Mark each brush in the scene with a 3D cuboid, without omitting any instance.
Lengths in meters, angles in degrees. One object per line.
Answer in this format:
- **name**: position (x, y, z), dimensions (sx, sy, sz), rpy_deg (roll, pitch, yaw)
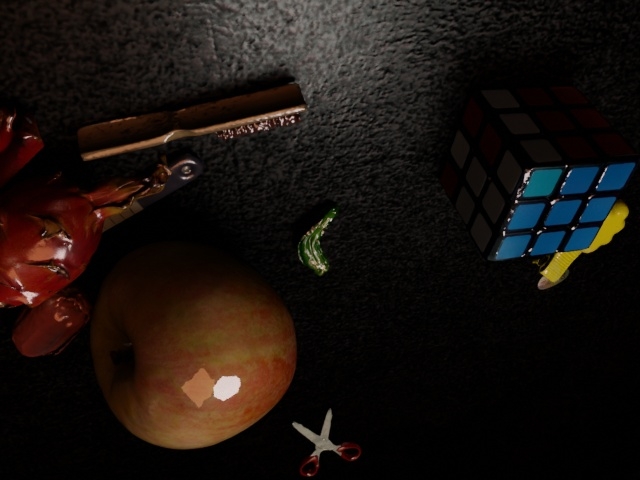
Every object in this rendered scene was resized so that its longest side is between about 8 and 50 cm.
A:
- **brush**: position (-0.137, -0.124, 0.733), dimensions (0.247, 0.043, 0.036), rpy_deg (-14, 146, -8)

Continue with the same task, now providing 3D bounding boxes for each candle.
- **candle**: position (-0.399, -0.035, 0.707), dimensions (0.084, 0.059, 0.301), rpy_deg (32, 117, -33)

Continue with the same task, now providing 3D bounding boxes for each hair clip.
- **hair clip**: position (0.431, -0.002, 1.105), dimensions (0.072, 0.046, 0.173), rpy_deg (29, 119, -36)

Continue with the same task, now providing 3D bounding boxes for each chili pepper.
- **chili pepper**: position (-0.008, -0.001, 0.933), dimensions (0.055, 0.035, 0.118), rpy_deg (-13, 131, -28)

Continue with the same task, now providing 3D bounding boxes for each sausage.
- **sausage**: position (-0.345, 0.100, 0.861), dimensions (0.076, 0.076, 0.141), rpy_deg (16, 138, -35)

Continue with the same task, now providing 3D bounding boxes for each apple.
- **apple**: position (-0.152, 0.126, 0.841), dimensions (0.233, 0.257, 0.257), rpy_deg (-2, 137, -37)

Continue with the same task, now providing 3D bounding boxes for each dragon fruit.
- **dragon fruit**: position (-0.267, -0.020, 0.718), dimensions (0.246, 0.125, 0.125), rpy_deg (-28, -176, 3)

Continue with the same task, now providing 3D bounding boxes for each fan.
- **fan**: position (0.421, 0.060, 1.201), dimensions (0.060, 0.003, 0.080), rpy_deg (-10, 138, -13)

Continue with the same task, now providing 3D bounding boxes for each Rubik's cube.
- **Rubik's cube**: position (0.270, -0.087, 0.857), dimensions (0.160, 0.163, 0.162), rpy_deg (-6, 139, -17)

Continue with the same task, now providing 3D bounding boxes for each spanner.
- **spanner**: position (-0.276, -0.016, 0.810), dimensions (0.315, 0.024, 0.087), rpy_deg (-29, 140, 7)

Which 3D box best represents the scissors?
- **scissors**: position (0.004, 0.423, 1.410), dimensions (0.144, 0.017, 0.248), rpy_deg (-19, 138, -3)
